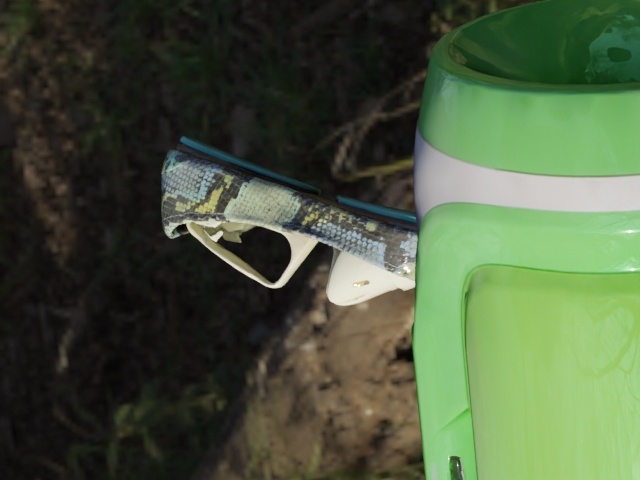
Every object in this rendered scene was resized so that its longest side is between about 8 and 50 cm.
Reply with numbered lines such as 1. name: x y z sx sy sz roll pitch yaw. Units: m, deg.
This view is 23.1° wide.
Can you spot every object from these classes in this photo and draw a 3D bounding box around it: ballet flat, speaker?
1. ballet flat: 0.000 0.000 0.824 0.188 0.070 0.070 18 113 20
2. speaker: 0.102 0.076 0.516 0.131 0.131 0.297 23 127 51
